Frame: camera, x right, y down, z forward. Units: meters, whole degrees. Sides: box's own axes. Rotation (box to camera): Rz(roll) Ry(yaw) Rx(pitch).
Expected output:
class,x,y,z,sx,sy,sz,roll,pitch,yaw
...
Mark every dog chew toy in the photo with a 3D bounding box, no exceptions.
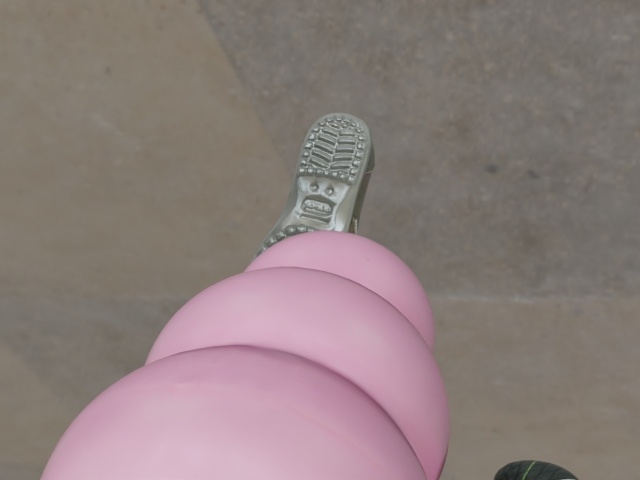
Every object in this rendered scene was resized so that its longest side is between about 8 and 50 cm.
class,x,y,z,sx,sy,sz,roll,pitch,yaw
dog chew toy,-0.021,0.111,0.709,0.206,0.332,0.207,8,123,12

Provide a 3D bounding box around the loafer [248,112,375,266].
class,x,y,z,sx,sy,sz,roll,pitch,yaw
loafer,0.000,0.000,1.293,0.094,0.251,0.087,22,177,21

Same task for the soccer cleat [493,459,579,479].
class,x,y,z,sx,sy,sz,roll,pitch,yaw
soccer cleat,0.196,0.226,1.060,0.072,0.060,0.179,5,-170,-36
